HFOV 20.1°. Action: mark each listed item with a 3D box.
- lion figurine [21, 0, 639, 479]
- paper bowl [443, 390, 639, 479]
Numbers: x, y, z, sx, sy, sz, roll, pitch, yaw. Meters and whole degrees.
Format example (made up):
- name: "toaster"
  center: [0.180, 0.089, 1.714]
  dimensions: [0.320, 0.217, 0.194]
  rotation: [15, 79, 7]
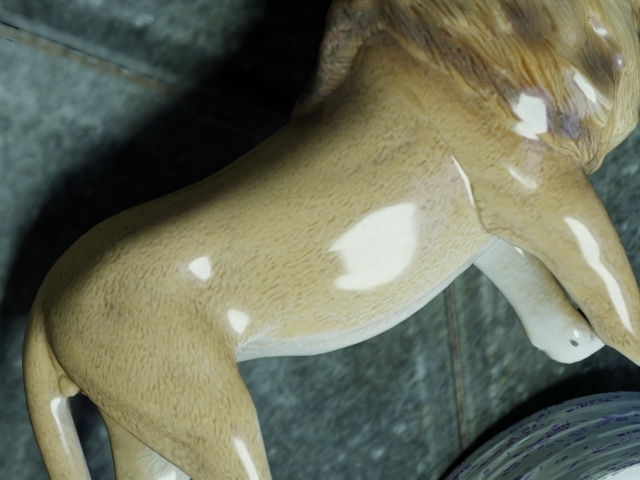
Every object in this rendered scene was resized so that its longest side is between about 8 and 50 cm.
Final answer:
- name: "lion figurine"
  center: [0.000, 0.000, 0.765]
  dimensions: [0.392, 0.142, 0.240]
  rotation: [-37, 102, -13]
- name: "paper bowl"
  center: [0.185, 0.245, 1.066]
  dimensions: [0.284, 0.148, 0.284]
  rotation: [-9, 114, -21]
